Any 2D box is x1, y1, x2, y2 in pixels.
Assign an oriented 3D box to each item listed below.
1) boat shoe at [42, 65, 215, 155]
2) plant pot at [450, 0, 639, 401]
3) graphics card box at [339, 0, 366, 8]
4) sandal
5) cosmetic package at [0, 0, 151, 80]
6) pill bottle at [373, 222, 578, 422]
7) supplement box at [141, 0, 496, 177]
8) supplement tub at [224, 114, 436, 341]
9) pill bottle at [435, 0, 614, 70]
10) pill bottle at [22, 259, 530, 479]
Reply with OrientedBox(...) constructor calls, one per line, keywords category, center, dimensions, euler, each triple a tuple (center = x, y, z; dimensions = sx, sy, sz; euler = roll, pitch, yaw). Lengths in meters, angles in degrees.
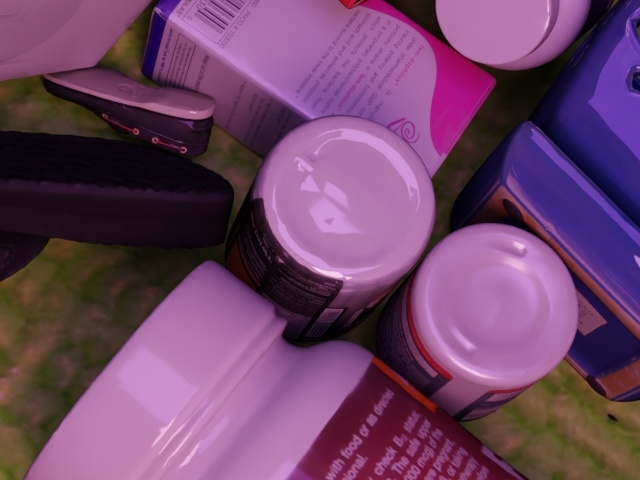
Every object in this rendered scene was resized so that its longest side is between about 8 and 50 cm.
OrientedBox(category="boat shoe", center=(-0.139, -0.094, 1.177), dimensions=(0.133, 0.042, 0.049), euler=(18, 29, 12))
OrientedBox(category="plant pot", center=(0.231, -0.029, 1.145), dimensions=(0.212, 0.236, 0.236), euler=(-43, 86, -14))
OrientedBox(category="graphics card box", center=(-0.039, -0.338, 1.190), dimensions=(0.371, 0.094, 0.233), euler=(45, 30, 3))
OrientedBox(category="sandal", center=(-0.250, -0.008, 1.020), dimensions=(0.446, 0.167, 0.107), euler=(4, 108, -37))
OrientedBox(category="cosmetic package", center=(-0.197, -0.212, 1.045), dimensions=(0.224, 0.225, 0.138), euler=(-16, 74, -48))
OrientedBox(category="pill bottle", center=(0.094, 0.064, 1.109), dimensions=(0.108, 0.180, 0.108), euler=(3, 72, -11))
OrientedBox(category="supplement box", center=(-0.004, -0.117, 1.182), dimensions=(0.220, 0.114, 0.111), euler=(35, 69, 2))
OrientedBox(category="supplement tub", center=(0.000, 0.000, 1.105), dimensions=(0.117, 0.190, 0.117), euler=(3, 74, -10))
OrientedBox(category="pill bottle", center=(0.146, -0.181, 1.182), dimensions=(0.108, 0.193, 0.108), euler=(6, 108, 19))
OrientedBox(category="pill bottle", center=(0.024, 0.205, 1.030), dimensions=(0.392, 0.224, 0.224), euler=(39, 70, 2))
